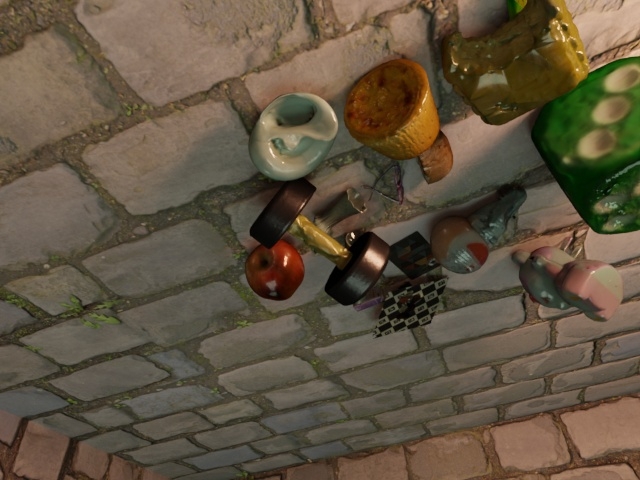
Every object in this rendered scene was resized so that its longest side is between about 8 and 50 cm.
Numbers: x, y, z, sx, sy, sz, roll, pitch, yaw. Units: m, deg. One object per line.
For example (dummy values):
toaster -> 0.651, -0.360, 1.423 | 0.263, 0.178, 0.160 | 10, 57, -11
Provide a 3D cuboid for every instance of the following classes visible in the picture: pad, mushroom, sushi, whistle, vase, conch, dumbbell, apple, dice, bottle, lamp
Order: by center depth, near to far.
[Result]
conch -> -0.065, -0.240, 1.019 | 0.221, 0.121, 0.185 | -30, 129, 13
dice -> 0.694, -0.207, 1.026 | 0.297, 0.300, 0.287 | -31, 134, 23
mushroom -> 0.280, -0.222, 1.122 | 0.094, 0.072, 0.210 | -26, 134, 7
dumbbell -> 0.000, 0.000, 1.144 | 0.322, 0.204, 0.204 | 37, 126, -6
vase -> 0.048, -0.075, 1.248 | 0.148, 0.081, 0.081 | -35, 131, 30
whistle -> 0.464, -0.021, 1.303 | 0.347, 0.189, 0.189 | -38, 130, 15
apple -> -0.134, 0.093, 1.337 | 0.199, 0.199, 0.199 | -4, 137, -3
lamp -> 0.781, 0.105, 1.405 | 0.247, 0.301, 0.247 | 34, 86, -15
bottle -> 0.117, 0.093, 1.430 | 0.082, 0.082, 0.286 | -5, 137, -2
pad -> 0.310, 0.055, 1.473 | 0.143, 0.003, 0.211 | -32, 132, 25
sushi -> 0.317, 0.236, 1.636 | 0.263, 0.050, 0.290 | -11, 137, -17

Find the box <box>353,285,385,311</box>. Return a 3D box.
box -> 0.171, 0.209, 1.585 | 0.117, 0.051, 0.036 | -23, 137, 19

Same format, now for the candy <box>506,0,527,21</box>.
candy -> 0.425, -0.471, 0.900 | 0.102, 0.032, 0.178 | -21, 136, 14

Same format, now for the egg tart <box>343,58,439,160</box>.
egg tart -> 0.169, -0.276, 0.979 | 0.202, 0.203, 0.147 | -32, 146, 25

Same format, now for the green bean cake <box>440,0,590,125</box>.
green bean cake -> 0.392, -0.367, 0.904 | 0.236, 0.124, 0.233 | -24, 133, 39

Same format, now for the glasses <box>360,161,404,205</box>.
glasses -> 0.171, -0.149, 1.219 | 0.103, 0.063, 0.140 | 2, 141, 24
